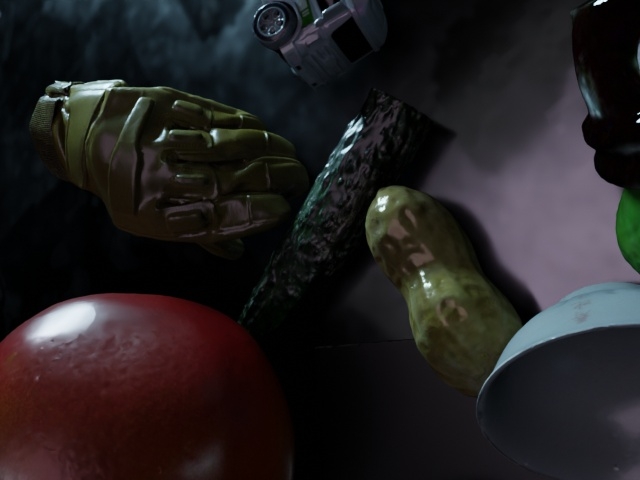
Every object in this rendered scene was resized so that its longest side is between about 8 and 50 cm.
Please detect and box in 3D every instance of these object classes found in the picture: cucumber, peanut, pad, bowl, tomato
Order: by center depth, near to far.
[{"bbox_3d":[0.203,0.085,0.438,0.189,0.189,0.086,-19,37,29],"label":"bowl"},{"bbox_3d":[0.095,0.037,0.521,0.089,0.089,0.193,-40,65,23],"label":"peanut"},{"bbox_3d":[0.103,0.166,0.559,0.242,0.004,0.164,-10,82,30],"label":"pad"},{"bbox_3d":[-0.167,0.164,0.573,0.298,0.298,0.227,-7,66,31],"label":"tomato"},{"bbox_3d":[0.000,0.000,0.599,0.067,0.067,0.294,40,108,27],"label":"cucumber"}]

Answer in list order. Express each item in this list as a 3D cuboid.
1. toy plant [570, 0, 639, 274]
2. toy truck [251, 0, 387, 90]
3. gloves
[{"bbox_3d":[0.270,-0.073,0.390,0.218,0.175,0.235,-26,101,34],"label":"toy plant"},{"bbox_3d":[-0.023,-0.276,0.606,0.124,0.114,0.254,-26,74,16],"label":"toy truck"},{"bbox_3d":[-0.168,-0.079,0.660,0.331,0.141,0.154,21,97,31],"label":"gloves"}]
